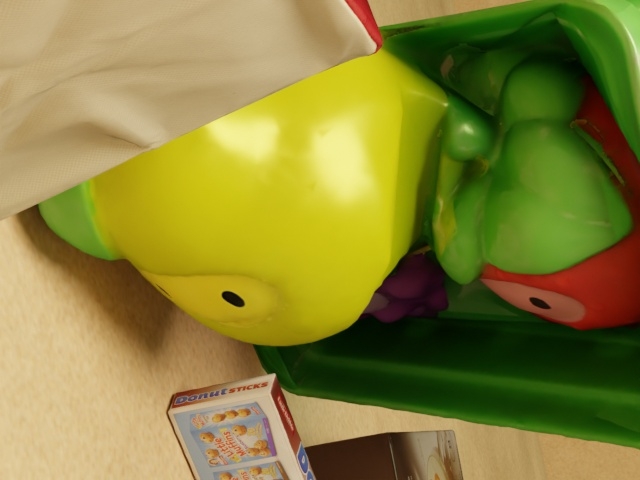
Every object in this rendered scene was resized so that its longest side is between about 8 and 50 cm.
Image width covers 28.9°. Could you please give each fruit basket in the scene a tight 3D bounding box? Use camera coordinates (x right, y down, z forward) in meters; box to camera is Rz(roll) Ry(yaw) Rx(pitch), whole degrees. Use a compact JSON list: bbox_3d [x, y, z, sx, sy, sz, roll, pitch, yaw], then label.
[{"bbox_3d":[0.028,-0.012,0.696,0.392,0.392,0.283,-63,137,-69],"label":"fruit basket"}]

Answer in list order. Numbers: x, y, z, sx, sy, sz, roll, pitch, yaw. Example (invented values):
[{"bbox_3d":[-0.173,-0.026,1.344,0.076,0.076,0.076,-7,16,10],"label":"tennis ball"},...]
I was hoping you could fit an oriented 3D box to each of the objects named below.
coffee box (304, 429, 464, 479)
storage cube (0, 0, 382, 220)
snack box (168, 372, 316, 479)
[{"bbox_3d":[0.044,0.215,0.905,0.246,0.098,0.141,25,53,-72],"label":"coffee box"},{"bbox_3d":[-0.110,-0.133,0.385,0.215,0.183,0.193,33,36,-70],"label":"storage cube"},{"bbox_3d":[-0.029,0.163,0.735,0.022,0.064,0.178,-70,145,-62],"label":"snack box"}]
